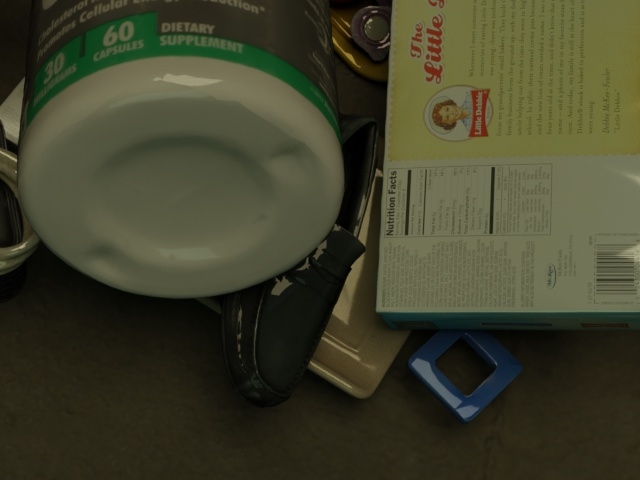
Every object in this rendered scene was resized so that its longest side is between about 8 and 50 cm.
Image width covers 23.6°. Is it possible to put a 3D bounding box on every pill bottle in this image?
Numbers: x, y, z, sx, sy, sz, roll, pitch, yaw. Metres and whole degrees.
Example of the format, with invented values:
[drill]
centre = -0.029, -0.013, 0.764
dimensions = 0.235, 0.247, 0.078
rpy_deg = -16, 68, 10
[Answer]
[pill bottle]
centre = -0.095, -0.156, 1.043
dimensions = 0.204, 0.204, 0.361
rpy_deg = 2, 48, -8

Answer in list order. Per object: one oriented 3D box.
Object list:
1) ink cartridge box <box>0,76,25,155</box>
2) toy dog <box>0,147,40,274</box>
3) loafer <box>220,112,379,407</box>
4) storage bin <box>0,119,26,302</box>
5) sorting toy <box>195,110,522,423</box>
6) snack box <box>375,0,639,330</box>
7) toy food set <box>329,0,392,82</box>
[ink cartridge box]
centre = -0.191, -0.108, 1.151
dimensions = 0.063, 0.029, 0.115
rpy_deg = 33, 68, 4
[toy dog]
centre = -0.298, -0.137, 0.986
dimensions = 0.220, 0.161, 0.333
rpy_deg = -7, 69, -11
[loafer]
centre = -0.010, 0.007, 1.050
dimensions = 0.076, 0.078, 0.223
rpy_deg = 37, 57, -38
[storage bin]
centre = -0.303, -0.014, 1.071
dimensions = 0.180, 0.084, 0.122
rpy_deg = -9, 73, -11
[sorting toy]
centre = 0.000, 0.000, 1.134
dimensions = 0.348, 0.047, 0.196
rpy_deg = 32, 65, 3
[snack box]
centre = 0.142, -0.098, 1.083
dimensions = 0.187, 0.060, 0.321
rpy_deg = 0, 74, 16
[toy food set]
centre = 0.040, -0.220, 1.202
dimensions = 0.128, 0.071, 0.218
rpy_deg = -41, 81, -19
